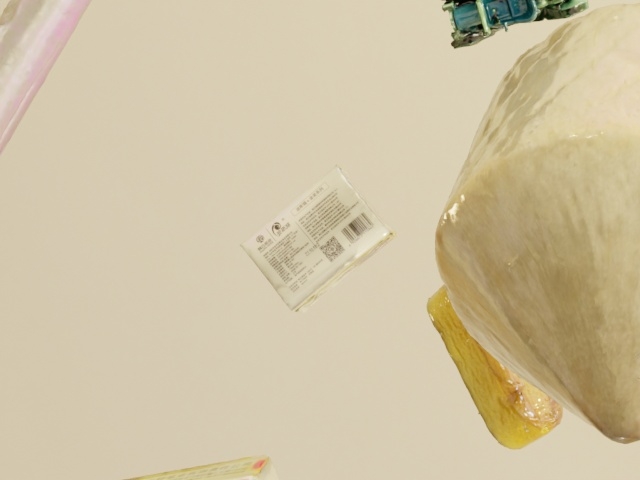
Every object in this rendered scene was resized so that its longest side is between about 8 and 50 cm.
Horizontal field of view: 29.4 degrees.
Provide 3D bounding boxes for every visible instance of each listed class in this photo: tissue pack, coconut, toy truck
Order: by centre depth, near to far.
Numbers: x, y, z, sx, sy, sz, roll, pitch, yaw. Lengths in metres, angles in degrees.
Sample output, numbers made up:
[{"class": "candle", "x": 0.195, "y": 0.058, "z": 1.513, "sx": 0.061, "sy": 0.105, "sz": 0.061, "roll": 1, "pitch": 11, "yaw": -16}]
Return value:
[{"class": "coconut", "x": 0.229, "y": 0.005, "z": 0.849, "sx": 0.329, "sy": 0.329, "sz": 0.328, "roll": 11, "pitch": -60, "yaw": 20}, {"class": "toy truck", "x": 0.207, "y": -0.261, "z": 1.325, "sx": 0.154, "sy": 0.078, "sz": 0.080, "roll": -14, "pitch": -69, "yaw": 17}, {"class": "tissue pack", "x": 0.000, "y": 0.000, "z": 1.442, "sx": 0.149, "sy": 0.099, "sz": 0.106, "roll": -39, "pitch": -99, "yaw": 5}]

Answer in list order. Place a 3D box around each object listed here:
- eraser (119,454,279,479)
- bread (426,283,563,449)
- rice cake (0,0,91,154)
[{"class": "eraser", "x": -0.112, "y": 0.210, "z": 0.662, "sx": 0.230, "sy": 0.038, "sz": 0.157, "roll": -13, "pitch": -78, "yaw": 18}, {"class": "bread", "x": 0.229, "y": 0.154, "z": 1.617, "sx": 0.094, "sy": 0.102, "sz": 0.245, "roll": -42, "pitch": -116, "yaw": 34}, {"class": "rice cake", "x": -0.223, "y": -0.119, "z": 0.876, "sx": 0.055, "sy": 0.269, "sz": 0.049, "roll": 35, "pitch": -22, "yaw": -23}]
